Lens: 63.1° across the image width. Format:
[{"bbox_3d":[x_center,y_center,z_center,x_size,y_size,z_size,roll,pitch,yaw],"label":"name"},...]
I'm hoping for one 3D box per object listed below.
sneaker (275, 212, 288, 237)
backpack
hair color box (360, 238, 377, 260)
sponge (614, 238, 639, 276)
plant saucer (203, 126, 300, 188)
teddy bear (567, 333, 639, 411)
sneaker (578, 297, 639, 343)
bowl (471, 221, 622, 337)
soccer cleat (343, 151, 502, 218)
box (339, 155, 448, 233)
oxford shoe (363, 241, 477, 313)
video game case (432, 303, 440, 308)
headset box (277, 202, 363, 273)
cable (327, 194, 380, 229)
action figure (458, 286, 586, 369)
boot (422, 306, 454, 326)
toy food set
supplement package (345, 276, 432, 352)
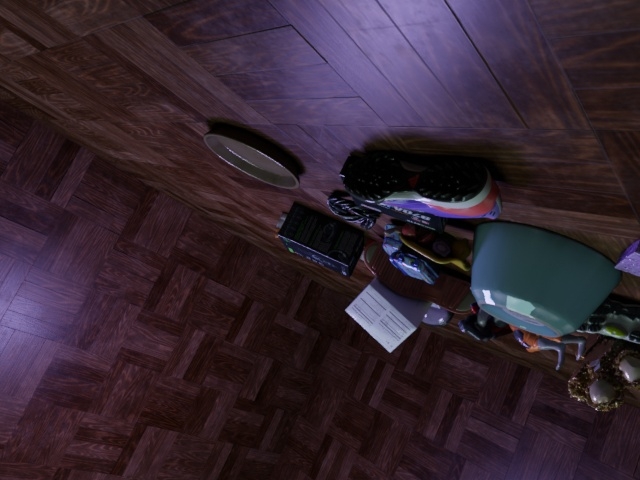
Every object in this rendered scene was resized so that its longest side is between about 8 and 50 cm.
[{"bbox_3d":[-0.047,0.010,2.041,0.290,0.123,0.106,26,169,-13],"label":"sneaker"},{"bbox_3d":[0.243,0.028,1.423,0.173,0.116,0.158,22,170,34],"label":"backpack"},{"bbox_3d":[0.195,0.049,1.838,0.093,0.053,0.167,23,172,5],"label":"hair color box"},{"bbox_3d":[0.622,0.060,0.872,0.210,0.031,0.117,22,170,18],"label":"sponge"},{"bbox_3d":[-0.174,-0.218,1.373,0.278,0.041,0.278,25,171,4],"label":"plant saucer"},{"bbox_3d":[0.727,0.316,1.282,0.113,0.245,0.338,39,-178,12],"label":"teddy bear"},{"bbox_3d":[0.664,0.180,1.228,0.276,0.106,0.110,21,180,26],"label":"sneaker"},{"bbox_3d":[0.454,0.099,1.128,0.312,0.163,0.311,26,171,4],"label":"bowl"},{"bbox_3d":[0.178,-0.092,0.966,0.318,0.108,0.116,11,161,44],"label":"soccer cleat"},{"bbox_3d":[0.165,-0.097,1.129,0.220,0.051,0.175,21,170,21],"label":"box"},{"bbox_3d":[0.313,0.124,1.707,0.397,0.140,0.146,29,180,-4],"label":"oxford shoe"},{"bbox_3d":[0.340,0.158,1.927,0.183,0.023,0.201,10,140,57],"label":"video game case"},{"bbox_3d":[0.000,0.000,1.834,0.283,0.131,0.246,24,170,9],"label":"headset box"},{"bbox_3d":[0.088,-0.086,1.433,0.151,0.047,0.184,30,173,4],"label":"cable"},{"bbox_3d":[0.562,0.192,1.418,0.342,0.178,0.330,-13,-141,-42],"label":"action figure"},{"bbox_3d":[0.415,0.275,2.348,0.338,0.118,0.223,7,155,49],"label":"boot"},{"bbox_3d":[0.260,-0.010,1.208,0.218,0.071,0.128,32,-159,29],"label":"toy food set"},{"bbox_3d":[0.244,0.206,1.754,0.204,0.145,0.262,43,-148,7],"label":"supplement package"}]
